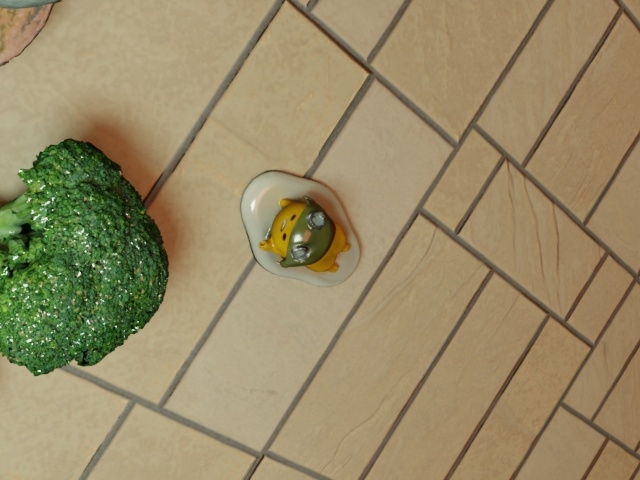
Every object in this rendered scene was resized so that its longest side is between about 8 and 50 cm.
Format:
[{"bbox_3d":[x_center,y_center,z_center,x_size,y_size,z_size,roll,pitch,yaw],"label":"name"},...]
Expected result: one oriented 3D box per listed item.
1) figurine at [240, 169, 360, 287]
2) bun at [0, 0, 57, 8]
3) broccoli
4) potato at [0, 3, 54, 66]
[{"bbox_3d":[0.000,0.000,1.279,0.250,0.141,0.166,31,87,-33],"label":"figurine"},{"bbox_3d":[-0.332,-0.417,0.833,0.362,0.211,0.362,4,116,7],"label":"bun"},{"bbox_3d":[-0.330,0.019,1.043,0.275,0.308,0.307,18,97,5],"label":"broccoli"},{"bbox_3d":[-0.439,-0.255,0.975,0.243,0.098,0.138,-7,110,-31],"label":"potato"}]
